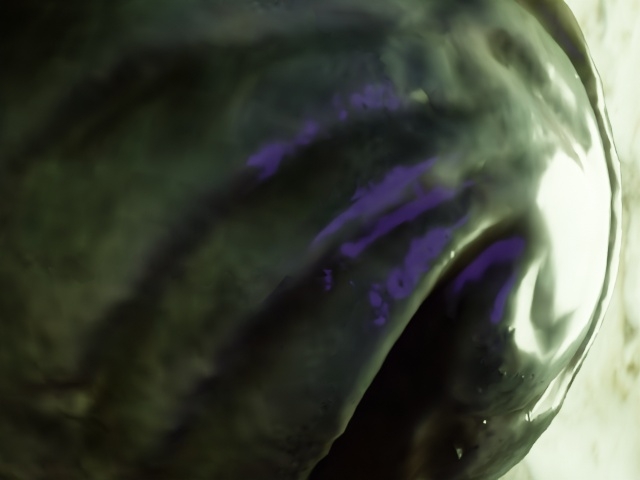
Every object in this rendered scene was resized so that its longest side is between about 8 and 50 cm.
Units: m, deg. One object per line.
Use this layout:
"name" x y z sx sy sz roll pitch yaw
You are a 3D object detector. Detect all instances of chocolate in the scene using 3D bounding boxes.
"chocolate" 0.000 0.000 0.627 0.303 0.213 0.303 -13 108 -47
